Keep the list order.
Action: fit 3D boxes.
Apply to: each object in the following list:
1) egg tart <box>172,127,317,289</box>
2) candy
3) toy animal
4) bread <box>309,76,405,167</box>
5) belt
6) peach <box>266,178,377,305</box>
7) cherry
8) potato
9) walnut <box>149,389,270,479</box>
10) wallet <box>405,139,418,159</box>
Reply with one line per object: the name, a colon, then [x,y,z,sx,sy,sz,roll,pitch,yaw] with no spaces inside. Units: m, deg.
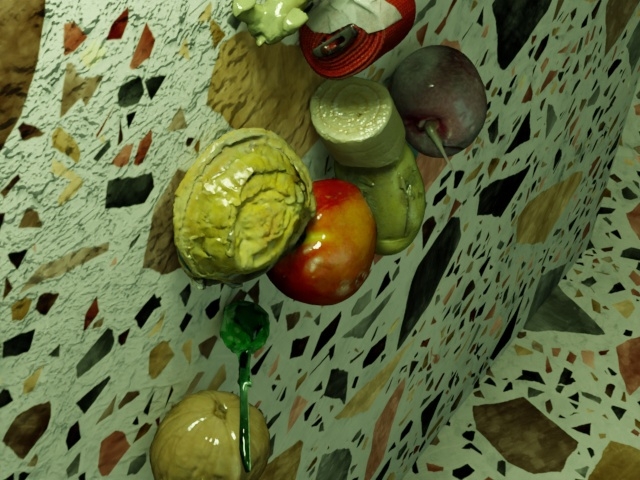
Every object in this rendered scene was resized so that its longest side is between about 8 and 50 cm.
egg tart: [-0.114,-0.034,1.794,0.291,0.107,0.290,-22,127,-34]
candy: [-0.134,0.254,1.991,0.097,0.097,0.323,76,10,-58]
toy animal: [-0.039,-0.365,1.684,0.218,0.103,0.101,-53,175,-24]
bread: [0.066,-0.204,1.986,0.134,0.148,0.141,-65,157,-12]
belt: [0.053,-0.336,1.787,0.124,0.128,0.201,-41,-173,-38]
peach: [0.000,0.000,2.016,0.243,0.200,0.243,-43,147,-38]
cherry: [0.230,-0.273,2.196,0.266,0.184,0.213,-76,155,-48]
potato: [0.112,-0.091,2.113,0.143,0.169,0.248,-26,115,-39]
walnut: [-0.200,0.383,2.042,0.228,0.228,0.228,-46,152,-32]
wallet: [0.104,-0.100,2.278,0.176,0.075,0.250,-12,128,-56]
